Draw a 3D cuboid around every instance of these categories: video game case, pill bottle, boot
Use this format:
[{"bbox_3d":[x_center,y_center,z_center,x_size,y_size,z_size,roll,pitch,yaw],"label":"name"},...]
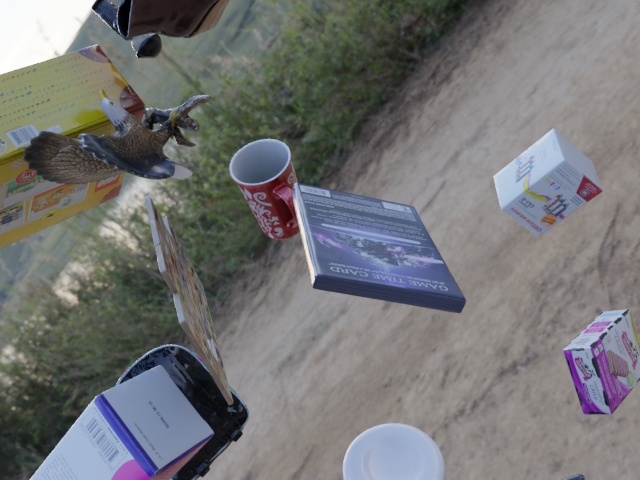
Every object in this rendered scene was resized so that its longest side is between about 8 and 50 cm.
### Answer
[{"bbox_3d":[0.068,0.002,0.975,0.274,0.196,0.026,-104,28,-60],"label":"video game case"},{"bbox_3d":[0.149,0.525,1.376,0.188,0.333,0.187,-5,40,4],"label":"pill bottle"},{"bbox_3d":[-0.221,-0.444,1.176,0.207,0.090,0.248,-24,-29,-48],"label":"boot"}]

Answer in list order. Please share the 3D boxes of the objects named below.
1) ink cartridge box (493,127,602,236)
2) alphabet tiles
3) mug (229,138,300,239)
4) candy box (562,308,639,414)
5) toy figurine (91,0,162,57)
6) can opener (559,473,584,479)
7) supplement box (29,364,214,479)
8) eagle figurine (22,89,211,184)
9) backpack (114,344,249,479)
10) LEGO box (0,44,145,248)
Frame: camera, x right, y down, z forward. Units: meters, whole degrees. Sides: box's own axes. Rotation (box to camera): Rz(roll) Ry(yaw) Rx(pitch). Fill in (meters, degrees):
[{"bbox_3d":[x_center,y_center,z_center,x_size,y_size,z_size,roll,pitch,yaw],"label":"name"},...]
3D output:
[{"bbox_3d":[0.490,-0.123,1.544,0.176,0.128,0.127,-42,27,33],"label":"ink cartridge box"},{"bbox_3d":[-0.160,0.063,0.859,0.009,0.237,0.198,-19,50,-4],"label":"alphabet tiles"},{"bbox_3d":[-0.087,-0.074,1.299,0.113,0.169,0.150,-13,50,5],"label":"mug"},{"bbox_3d":[0.651,0.271,1.606,0.071,0.159,0.233,-14,8,45],"label":"candy box"},{"bbox_3d":[-0.309,-0.477,1.360,0.209,0.148,0.213,-44,6,48],"label":"toy figurine"},{"bbox_3d":[0.428,0.501,1.361,0.186,0.059,0.073,-27,37,8],"label":"can opener"},{"bbox_3d":[-0.249,0.271,0.862,0.220,0.111,0.114,-47,-13,27],"label":"supplement box"},{"bbox_3d":[-0.381,-0.181,1.365,0.298,0.225,0.226,-50,-5,-43],"label":"eagle figurine"},{"bbox_3d":[-0.299,0.346,1.460,0.225,0.253,0.191,-45,3,-18],"label":"backpack"},{"bbox_3d":[-0.660,-0.165,1.513,0.500,0.193,0.372,-32,-11,-37],"label":"LEGO box"}]
